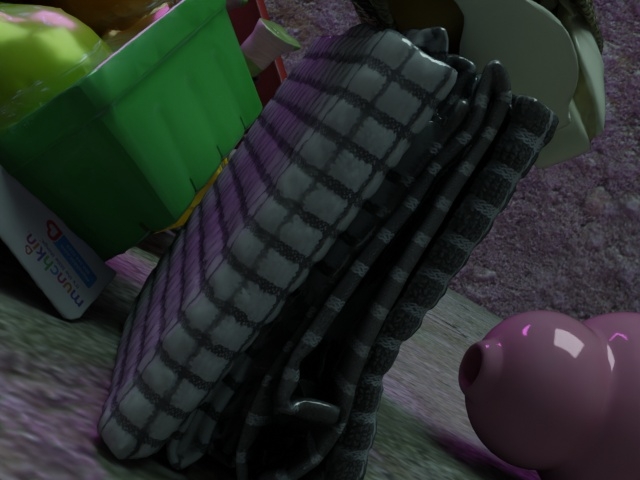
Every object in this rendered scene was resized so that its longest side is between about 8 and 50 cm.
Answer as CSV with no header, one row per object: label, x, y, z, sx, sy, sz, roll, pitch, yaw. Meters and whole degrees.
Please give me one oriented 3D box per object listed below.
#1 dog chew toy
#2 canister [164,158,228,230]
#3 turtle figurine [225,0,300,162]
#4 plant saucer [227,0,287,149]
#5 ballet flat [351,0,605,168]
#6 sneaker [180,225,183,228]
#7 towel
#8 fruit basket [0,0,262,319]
dog chew toy,0.269,0.155,0.772,0.332,0.206,0.206,19,7,-15
canister,-0.154,-0.060,0.916,0.170,0.126,0.073,-120,-167,-75
turtle figurine,-0.137,-0.163,1.110,0.275,0.266,0.198,24,22,-38
plant saucer,-0.137,-0.218,1.193,0.259,0.258,0.048,-13,6,44
ballet flat,0.112,-0.138,0.607,0.182,0.164,0.483,61,15,19
sneaker,-0.021,0.023,1.050,0.281,0.106,0.162,15,17,-30
towel,0.000,0.000,0.515,0.121,0.235,0.283,34,4,-13
fruit basket,-0.209,-0.162,0.615,0.353,0.165,0.327,48,32,-16
